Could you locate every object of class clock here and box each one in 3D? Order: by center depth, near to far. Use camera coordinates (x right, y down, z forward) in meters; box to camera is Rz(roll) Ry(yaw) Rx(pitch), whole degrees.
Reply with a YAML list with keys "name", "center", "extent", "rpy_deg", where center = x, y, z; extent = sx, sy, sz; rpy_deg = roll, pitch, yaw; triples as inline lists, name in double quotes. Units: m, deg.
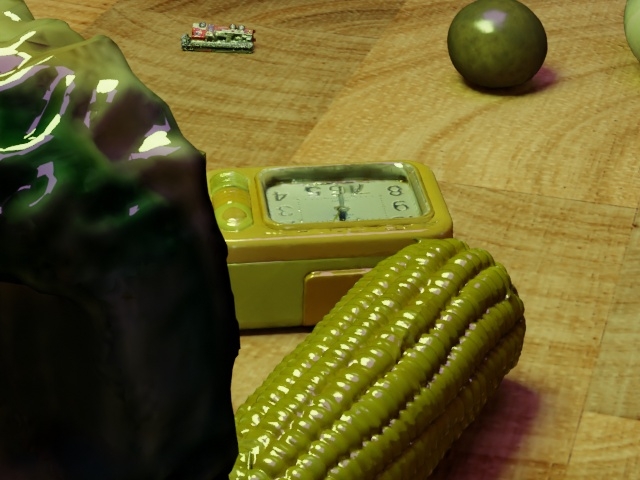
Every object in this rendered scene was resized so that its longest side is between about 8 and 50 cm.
- name: "clock"
  center: [0.000, 0.000, 1.270]
  extent: [0.202, 0.096, 0.143]
  rpy_deg: [-2, 26, -7]

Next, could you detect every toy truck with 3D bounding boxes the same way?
- name: "toy truck"
  center: [-0.115, -0.225, 1.746]
  extent: [0.083, 0.024, 0.032]
  rpy_deg: [6, 59, 4]

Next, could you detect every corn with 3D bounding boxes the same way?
- name: "corn"
  center: [0.029, 0.113, 1.035]
  extent: [0.131, 0.131, 0.344]
  rpy_deg: [15, 35, 25]

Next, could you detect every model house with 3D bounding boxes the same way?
- name: "model house"
  center: [-0.291, 0.133, 0.673]
  extent: [0.400, 0.445, 0.395]
  rpy_deg: [-21, 37, -36]

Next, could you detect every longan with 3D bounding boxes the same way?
- name: "longan"
  center: [0.187, -0.206, 1.650]
  extent: [0.106, 0.106, 0.119]
  rpy_deg: [6, -12, 11]

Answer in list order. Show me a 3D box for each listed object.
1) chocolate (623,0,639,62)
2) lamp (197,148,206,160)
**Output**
- name: "chocolate"
  center: [0.401, -0.244, 1.646]
  extent: [0.221, 0.221, 0.147]
  rpy_deg: [10, 50, 16]
- name: "lamp"
  center: [-0.225, 0.009, 1.256]
  extent: [0.090, 0.089, 0.325]
  rpy_deg: [19, 33, 32]
